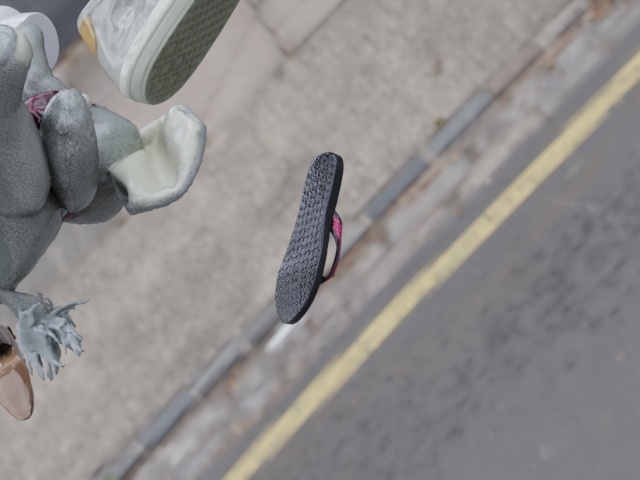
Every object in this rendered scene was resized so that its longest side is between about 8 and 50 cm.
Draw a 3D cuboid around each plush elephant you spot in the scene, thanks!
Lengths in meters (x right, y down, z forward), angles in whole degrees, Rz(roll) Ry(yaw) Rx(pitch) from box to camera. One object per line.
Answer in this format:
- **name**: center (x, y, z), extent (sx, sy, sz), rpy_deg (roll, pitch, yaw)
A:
- **plush elephant**: center (-0.259, -0.077, 1.701), extent (0.271, 0.330, 0.255), rpy_deg (-18, 23, 32)

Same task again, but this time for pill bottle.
- **pill bottle**: center (-0.439, -0.247, 2.465), extent (0.193, 0.108, 0.108), rpy_deg (-3, 45, 32)

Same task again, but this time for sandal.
- **sandal**: center (0.000, 0.000, 1.867), extent (0.067, 0.040, 0.179), rpy_deg (-10, 60, 51)

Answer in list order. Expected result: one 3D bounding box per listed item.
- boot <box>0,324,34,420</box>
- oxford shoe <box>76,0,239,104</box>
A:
- **boot**: center (-0.323, 0.140, 2.004), extent (0.042, 0.118, 0.087), rpy_deg (-22, -14, -2)
- **oxford shoe**: center (-0.110, -0.351, 2.036), extent (0.449, 0.130, 0.169), rpy_deg (-55, -18, -12)
